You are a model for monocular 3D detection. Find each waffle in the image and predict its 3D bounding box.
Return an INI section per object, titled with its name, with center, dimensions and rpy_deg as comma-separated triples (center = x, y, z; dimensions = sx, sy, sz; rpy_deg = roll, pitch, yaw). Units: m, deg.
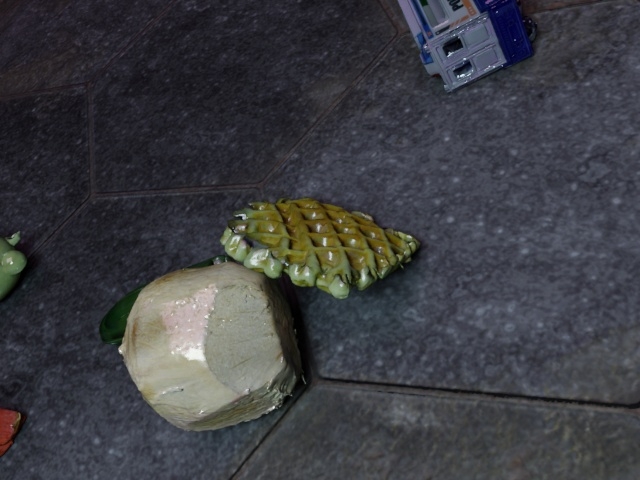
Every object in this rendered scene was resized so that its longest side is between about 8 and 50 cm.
[waffle]
center = 0.000, 0.000, 0.761
dimensions = 0.208, 0.054, 0.214
rpy_deg = 25, 27, 28

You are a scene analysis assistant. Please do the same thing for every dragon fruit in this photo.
[dragon fruit]
center = -0.484, 0.254, 0.860
dimensions = 0.162, 0.106, 0.083
rpy_deg = -7, 55, 20

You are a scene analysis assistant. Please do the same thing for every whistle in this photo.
[whistle]
center = -0.563, 0.093, 1.018
dimensions = 0.131, 0.106, 0.288
rpy_deg = 28, 71, 36

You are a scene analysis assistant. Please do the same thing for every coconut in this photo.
[coconut]
center = -0.126, 0.114, 0.732
dimensions = 0.194, 0.194, 0.194
rpy_deg = -14, 51, 18

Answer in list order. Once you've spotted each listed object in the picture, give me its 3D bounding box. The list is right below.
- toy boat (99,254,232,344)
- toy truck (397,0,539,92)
[toy boat]
center = -0.204, 0.080, 0.878
dimensions = 0.210, 0.052, 0.104
rpy_deg = -22, 34, 12
[toy truck]
center = 0.187, -0.352, 0.945
dimensions = 0.155, 0.124, 0.268
rpy_deg = -26, 50, 15
